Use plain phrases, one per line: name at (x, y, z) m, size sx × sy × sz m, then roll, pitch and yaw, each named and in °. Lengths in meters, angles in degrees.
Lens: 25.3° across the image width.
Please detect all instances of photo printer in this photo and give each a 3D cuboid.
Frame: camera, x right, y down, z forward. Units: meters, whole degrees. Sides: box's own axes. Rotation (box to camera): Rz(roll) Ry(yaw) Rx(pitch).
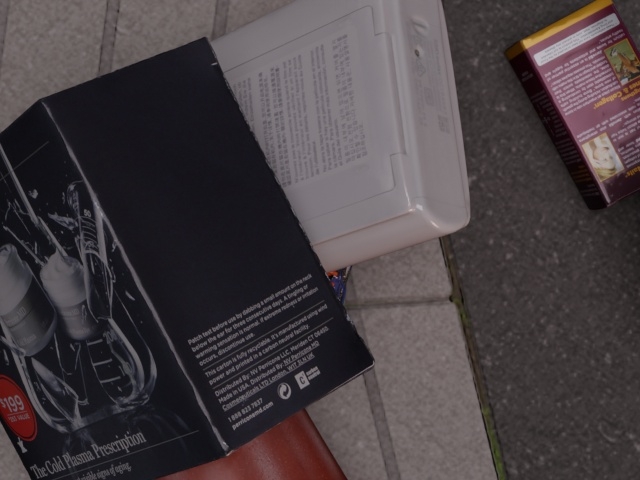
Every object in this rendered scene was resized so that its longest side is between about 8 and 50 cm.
photo printer at (-0.018, -0.090, 1.320) m, size 0.307 × 0.107 × 0.256 m, roll -20°, pitch 70°, yaw 38°

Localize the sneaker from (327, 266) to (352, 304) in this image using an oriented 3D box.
sneaker at (0.000, 0.000, 1.410) m, size 0.083 × 0.087 × 0.221 m, roll 13°, pitch 89°, yaw -3°

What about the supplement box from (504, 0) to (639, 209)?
supplement box at (0.279, -0.136, 1.432) m, size 0.104 × 0.081 × 0.188 m, roll -28°, pitch 91°, yaw -4°

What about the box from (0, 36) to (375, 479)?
box at (-0.176, 0.043, 1.256) m, size 0.179 × 0.343 × 0.312 m, roll -27°, pitch 90°, yaw -39°

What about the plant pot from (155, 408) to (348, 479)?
plant pot at (-0.050, 0.313, 1.331) m, size 0.272 × 0.272 × 0.265 m, roll -26°, pitch 83°, yaw -4°
